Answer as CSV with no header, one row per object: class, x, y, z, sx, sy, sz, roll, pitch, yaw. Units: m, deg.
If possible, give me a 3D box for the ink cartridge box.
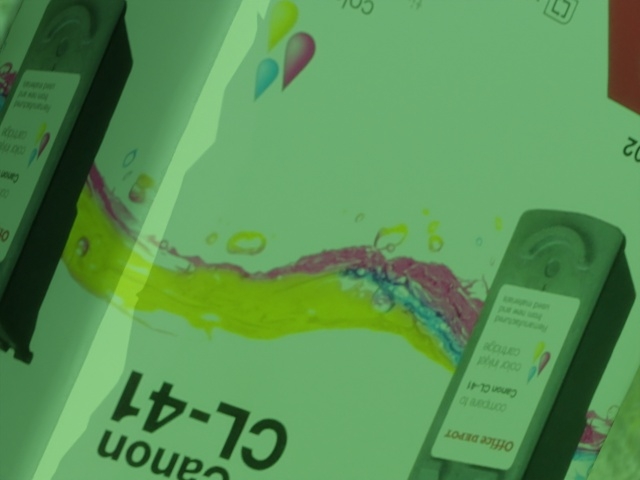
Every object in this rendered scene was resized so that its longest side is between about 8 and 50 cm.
ink cartridge box,0.000,0.000,0.668,0.226,0.131,0.306,23,91,-37
